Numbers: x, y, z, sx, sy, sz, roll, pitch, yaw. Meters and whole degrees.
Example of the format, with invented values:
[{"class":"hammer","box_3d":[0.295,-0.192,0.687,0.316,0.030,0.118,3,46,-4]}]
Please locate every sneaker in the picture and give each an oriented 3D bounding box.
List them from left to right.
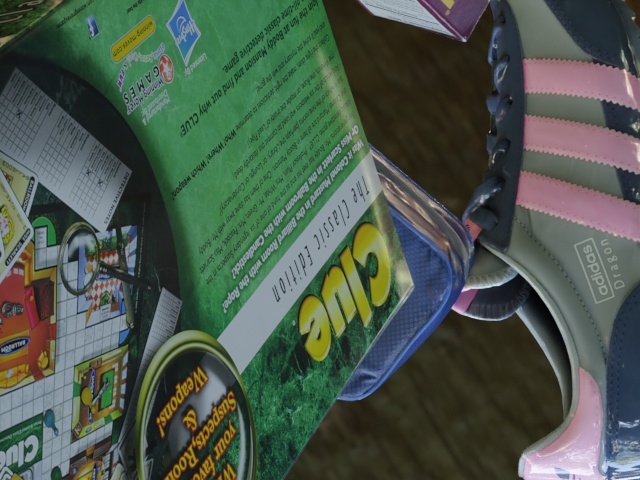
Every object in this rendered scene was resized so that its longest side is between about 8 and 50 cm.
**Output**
[{"class":"sneaker","box_3d":[0.111,-0.030,0.914,0.131,0.319,0.112,-18,156,-1]}]

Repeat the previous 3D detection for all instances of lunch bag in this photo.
[{"class":"lunch bag","box_3d":[0.000,0.000,0.631,0.067,0.098,0.065,-49,177,15]}]

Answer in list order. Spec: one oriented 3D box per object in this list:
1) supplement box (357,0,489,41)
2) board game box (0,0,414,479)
[{"class":"supplement box","box_3d":[0.021,-0.104,0.540,0.083,0.043,0.055,35,82,-48]},{"class":"board game box","box_3d":[-0.048,0.014,0.407,0.030,0.136,0.260,-10,-158,27]}]
